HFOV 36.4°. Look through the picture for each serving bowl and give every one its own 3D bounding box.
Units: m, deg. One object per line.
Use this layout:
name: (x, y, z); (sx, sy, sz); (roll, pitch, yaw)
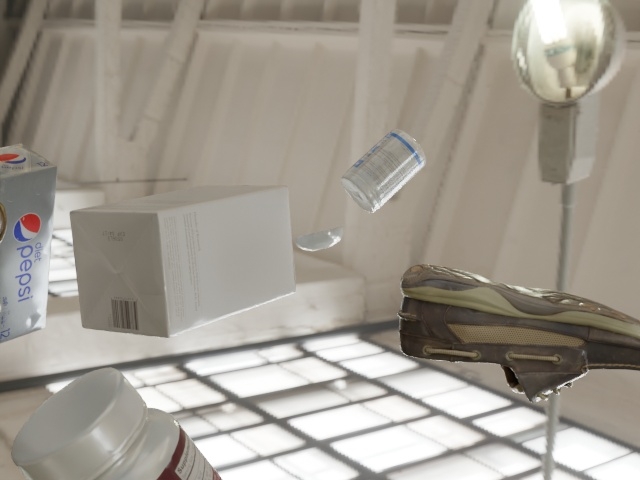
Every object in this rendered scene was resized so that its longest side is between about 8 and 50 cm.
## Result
serving bowl: (0.000, 0.000, 1.608); (0.083, 0.083, 0.027); (-15, -92, 51)

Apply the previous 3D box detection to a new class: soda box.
soda box: (-0.463, 0.008, 1.440); (0.091, 0.098, 0.286); (30, -57, 31)

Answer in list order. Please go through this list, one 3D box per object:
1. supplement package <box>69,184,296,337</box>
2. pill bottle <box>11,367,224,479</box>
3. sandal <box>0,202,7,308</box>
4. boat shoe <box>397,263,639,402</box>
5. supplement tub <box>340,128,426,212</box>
supplement package: (-0.193, 0.020, 1.434); (0.178, 0.293, 0.175); (2, -79, 35)
pill bottle: (-0.254, 0.390, 1.424); (0.224, 0.224, 0.392); (-2, -52, 52)
sandal: (-0.367, -0.014, 0.968); (0.303, 0.120, 0.086); (116, 0, -57)
boat shoe: (0.262, 0.126, 1.204); (0.132, 0.355, 0.130); (-68, 171, -84)
supplement tub: (0.089, -0.098, 1.362); (0.071, 0.107, 0.071); (45, -13, 13)
